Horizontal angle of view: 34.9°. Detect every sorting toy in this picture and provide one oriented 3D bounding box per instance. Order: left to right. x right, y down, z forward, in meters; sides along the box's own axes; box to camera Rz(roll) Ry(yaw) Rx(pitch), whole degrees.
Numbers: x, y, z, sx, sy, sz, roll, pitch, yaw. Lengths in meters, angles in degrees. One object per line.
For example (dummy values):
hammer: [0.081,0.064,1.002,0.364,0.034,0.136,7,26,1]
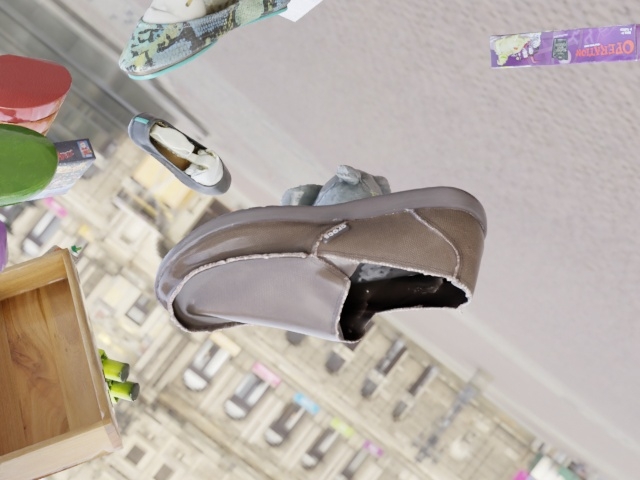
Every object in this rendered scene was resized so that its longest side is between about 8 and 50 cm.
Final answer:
sorting toy: [-0.346,-0.058,1.108,0.127,0.126,0.366,3,-139,-8]
sorting toy: [-0.497,0.027,1.960,0.062,0.012,0.083,25,-142,9]

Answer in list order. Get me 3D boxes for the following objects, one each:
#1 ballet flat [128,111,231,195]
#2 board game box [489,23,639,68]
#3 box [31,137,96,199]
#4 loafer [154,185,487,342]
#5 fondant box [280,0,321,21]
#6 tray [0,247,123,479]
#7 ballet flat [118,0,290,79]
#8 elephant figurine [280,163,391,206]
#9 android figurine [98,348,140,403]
ballet flat: [-0.279,-0.172,2.129,0.280,0.095,0.096,32,164,-35]
board game box: [0.405,-0.254,1.304,0.346,0.056,0.208,-12,-171,-40]
box: [-0.539,-0.115,1.817,0.159,0.233,0.044,-34,75,49]
loafer: [-0.003,0.039,1.060,0.134,0.365,0.130,63,-162,-49]
fondant box: [-0.096,-0.557,2.024,0.238,0.096,0.330,22,172,-16]
tray: [-0.459,0.195,1.628,0.411,0.202,0.076,-118,13,-46]
ballet flat: [-0.095,-0.191,0.817,0.070,0.188,0.070,21,130,27]
elephant figurine: [0.000,0.000,1.513,0.186,0.239,0.169,64,-158,-6]
android figurine: [-0.533,0.282,2.213,0.272,0.056,0.248,11,145,14]
